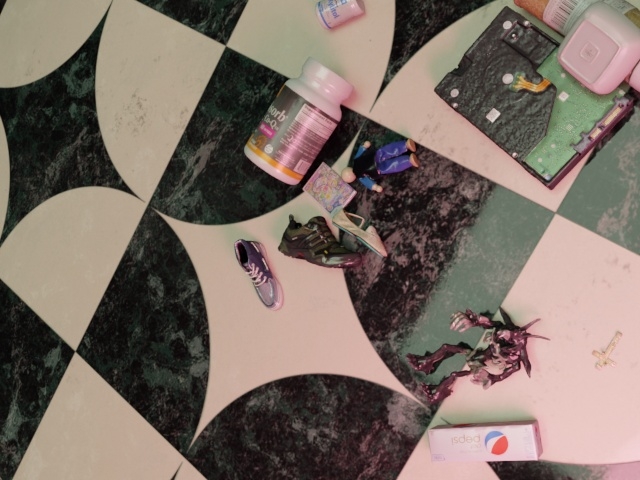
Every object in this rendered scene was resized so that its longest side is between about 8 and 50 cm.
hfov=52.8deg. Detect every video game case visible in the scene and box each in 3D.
[{"bbox_3d":[0.021,-0.123,1.579,0.122,0.011,0.087,45,104,25],"label":"video game case"}]

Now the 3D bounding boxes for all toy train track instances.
[{"bbox_3d":[0.560,0.216,1.252,0.048,0.014,0.083,33,99,27],"label":"toy train track"}]

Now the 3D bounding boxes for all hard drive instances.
[{"bbox_3d":[0.437,-0.301,1.353,0.237,0.064,0.339,-50,64,14],"label":"hard drive"}]

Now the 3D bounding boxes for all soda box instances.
[{"bbox_3d":[0.334,0.410,1.313,0.216,0.074,0.069,-11,79,26],"label":"soda box"}]

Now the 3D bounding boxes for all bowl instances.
[{"bbox_3d":[0.517,-0.358,1.212,0.142,0.053,0.142,52,143,22],"label":"bowl"}]

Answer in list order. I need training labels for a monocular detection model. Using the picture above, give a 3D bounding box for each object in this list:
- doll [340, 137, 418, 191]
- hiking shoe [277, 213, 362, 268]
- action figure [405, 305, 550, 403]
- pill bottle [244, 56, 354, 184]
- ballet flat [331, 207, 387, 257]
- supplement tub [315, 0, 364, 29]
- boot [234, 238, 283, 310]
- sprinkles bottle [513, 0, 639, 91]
[{"bbox_3d":[0.132,-0.174,1.508,0.188,0.046,0.129,-15,76,25],"label":"doll"},{"bbox_3d":[0.000,0.000,1.533,0.226,0.086,0.114,13,93,29],"label":"hiking shoe"},{"bbox_3d":[0.317,0.231,1.309,0.275,0.141,0.164,-32,59,22],"label":"action figure"},{"bbox_3d":[-0.049,-0.287,1.552,0.162,0.162,0.279,39,102,26],"label":"pill bottle"},{"bbox_3d":[0.097,-0.023,1.504,0.168,0.057,0.052,35,90,26],"label":"ballet flat"},{"bbox_3d":[0.047,-0.573,1.588,0.107,0.071,0.071,-19,75,25],"label":"supplement tub"},{"bbox_3d":[-0.160,0.086,1.607,0.069,0.086,0.190,-32,70,21],"label":"boot"},{"bbox_3d":[0.551,-0.432,1.276,0.121,0.121,0.355,-49,65,14],"label":"sprinkles bottle"}]
